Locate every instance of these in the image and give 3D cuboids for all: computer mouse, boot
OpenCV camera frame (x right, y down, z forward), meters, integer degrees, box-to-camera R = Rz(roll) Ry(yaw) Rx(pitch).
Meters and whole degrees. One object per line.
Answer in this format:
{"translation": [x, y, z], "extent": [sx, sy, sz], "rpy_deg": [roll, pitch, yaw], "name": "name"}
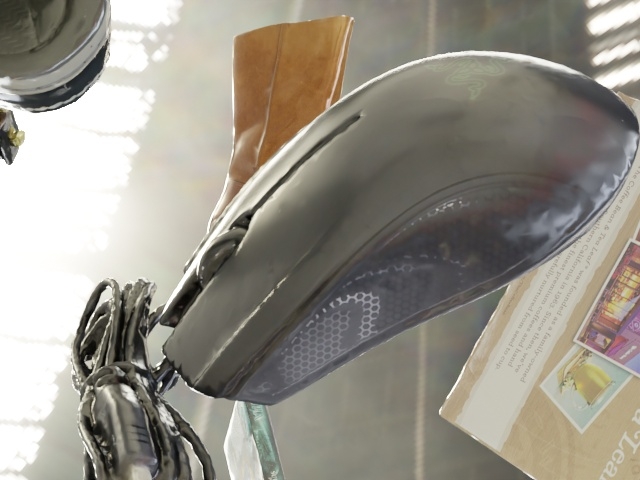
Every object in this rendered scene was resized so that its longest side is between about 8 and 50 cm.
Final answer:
{"translation": [0.000, 0.000, 0.577], "extent": [0.272, 0.072, 0.188], "rpy_deg": [-32, -152, 5], "name": "computer mouse"}
{"translation": [-0.156, -0.079, 0.607], "extent": [0.236, 0.178, 0.085], "rpy_deg": [30, -115, 30], "name": "boot"}
{"translation": [0.010, -0.079, 1.383], "extent": [0.264, 0.096, 0.280], "rpy_deg": [0, -103, 41], "name": "boot"}

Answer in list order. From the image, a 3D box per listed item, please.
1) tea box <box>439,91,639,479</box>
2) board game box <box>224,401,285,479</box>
{"translation": [0.341, 0.099, 1.245], "extent": [0.220, 0.323, 0.329], "rpy_deg": [30, -89, 48], "name": "tea box"}
{"translation": [-0.069, 0.267, 1.564], "extent": [0.126, 0.026, 0.186], "rpy_deg": [107, -26, -45], "name": "board game box"}
